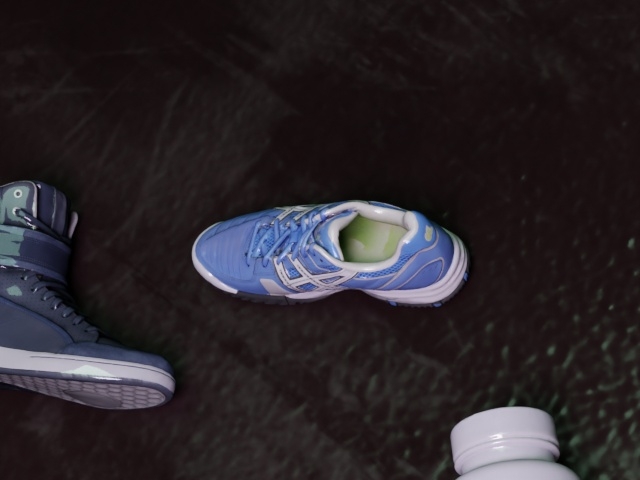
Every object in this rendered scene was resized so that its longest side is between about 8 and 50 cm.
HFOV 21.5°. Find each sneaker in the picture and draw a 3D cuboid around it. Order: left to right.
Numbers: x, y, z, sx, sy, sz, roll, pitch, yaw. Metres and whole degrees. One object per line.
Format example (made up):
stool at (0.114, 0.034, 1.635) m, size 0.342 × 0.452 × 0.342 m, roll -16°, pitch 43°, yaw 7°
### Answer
sneaker at (-0.195, 0.037, 1.275) m, size 0.226 × 0.086 × 0.163 m, roll 8°, pitch 70°, yaw 26°
sneaker at (0.000, 0.000, 1.222) m, size 0.211 × 0.081 × 0.080 m, roll -2°, pitch 65°, yaw 22°

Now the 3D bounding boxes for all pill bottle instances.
pill bottle at (0.127, 0.196, 1.062) m, size 0.094 × 0.094 × 0.169 m, roll -14°, pitch 60°, yaw 14°
